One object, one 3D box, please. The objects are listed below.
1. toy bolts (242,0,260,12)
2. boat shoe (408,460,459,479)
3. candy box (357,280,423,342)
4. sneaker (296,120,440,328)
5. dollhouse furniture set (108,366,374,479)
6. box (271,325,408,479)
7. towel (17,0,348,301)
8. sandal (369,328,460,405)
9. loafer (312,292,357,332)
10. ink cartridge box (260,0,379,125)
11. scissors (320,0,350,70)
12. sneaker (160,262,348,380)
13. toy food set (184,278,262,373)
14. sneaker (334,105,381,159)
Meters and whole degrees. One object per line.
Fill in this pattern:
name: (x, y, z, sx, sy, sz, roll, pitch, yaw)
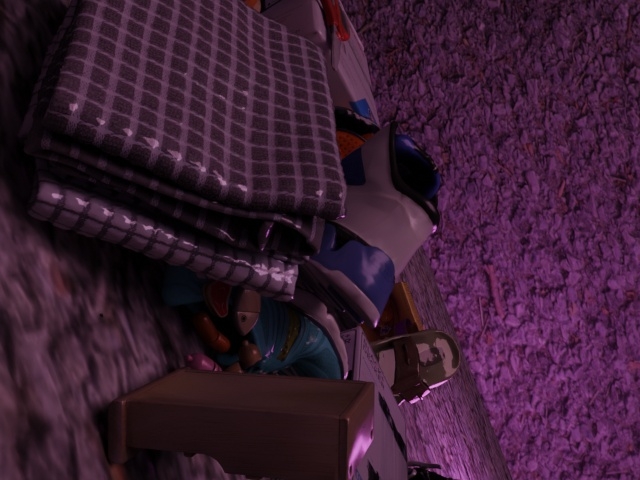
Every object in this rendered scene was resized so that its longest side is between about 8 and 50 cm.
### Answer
toy bolts: (-0.095, -0.457, 1.039, 0.158, 0.229, 0.218, 39, 35, -63)
boat shoe: (0.131, 0.347, 0.912, 0.306, 0.105, 0.113, 53, 61, -75)
candy box: (0.130, 0.178, 1.219, 0.053, 0.109, 0.186, 20, 51, -72)
sneaker: (0.027, -0.035, 0.740, 0.127, 0.182, 0.315, 53, -12, -30)
dollhouse furniture set: (-0.051, 0.225, 0.488, 0.212, 0.161, 0.242, -6, 97, -76)
box: (0.033, 0.245, 0.786, 0.290, 0.087, 0.169, -76, 143, -68)
towel: (-0.102, -0.113, 0.567, 0.235, 0.121, 0.283, 23, 40, -29)
sandal: (0.136, 0.198, 1.071, 0.303, 0.086, 0.120, -17, 86, -45)
loafer: (0.000, 0.000, 1.010, 0.109, 0.095, 0.302, -44, 112, -75)
ink cartridge box: (-0.021, -0.321, 1.259, 0.395, 0.166, 0.285, -93, 157, -48)
scissors: (0.030, -0.314, 1.065, 0.109, 0.021, 0.297, 52, 21, -44)
sneaker: (-0.066, 0.090, 0.680, 0.275, 0.107, 0.110, 51, 41, -39)
toy food set: (-0.080, 0.084, 0.581, 0.078, 0.019, 0.122, -1, 96, -41)
sneaker: (0.048, -0.080, 1.130, 0.124, 0.180, 0.321, -94, 158, -48)
